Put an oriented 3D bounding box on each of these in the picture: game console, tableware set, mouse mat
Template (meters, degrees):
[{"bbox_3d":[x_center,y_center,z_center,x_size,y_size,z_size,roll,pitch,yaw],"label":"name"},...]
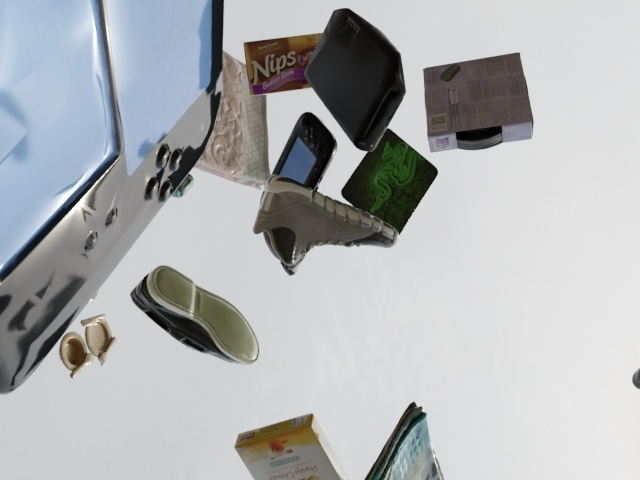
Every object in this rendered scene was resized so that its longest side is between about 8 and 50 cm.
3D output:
[{"bbox_3d":[0.001,-0.155,0.939,0.043,0.362,0.213,8,-145,-33],"label":"game console"},{"bbox_3d":[-0.145,-0.130,0.388,0.060,0.387,0.342,16,-132,4],"label":"game console"},{"bbox_3d":[-0.347,0.110,0.876,0.020,0.141,0.169,-14,-78,14],"label":"tableware set"},{"bbox_3d":[0.144,-0.119,1.249,0.152,0.007,0.190,37,-110,-9],"label":"mouse mat"}]

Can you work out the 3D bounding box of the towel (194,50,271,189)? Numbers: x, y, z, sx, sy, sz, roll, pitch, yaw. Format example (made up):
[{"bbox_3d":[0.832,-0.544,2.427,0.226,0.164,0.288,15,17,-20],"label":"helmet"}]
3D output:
[{"bbox_3d":[-0.239,-0.313,1.481,0.316,0.053,0.332,17,-115,-50],"label":"towel"}]

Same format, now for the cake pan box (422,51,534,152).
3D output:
[{"bbox_3d":[0.382,-0.339,1.507,0.245,0.070,0.267,-8,-127,15],"label":"cake pan box"}]

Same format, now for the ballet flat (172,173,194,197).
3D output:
[{"bbox_3d":[-0.340,-0.134,1.280,0.188,0.070,0.070,20,-119,26],"label":"ballet flat"}]

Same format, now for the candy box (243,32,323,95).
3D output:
[{"bbox_3d":[-0.061,-0.365,1.274,0.186,0.053,0.109,-8,-78,-4],"label":"candy box"}]

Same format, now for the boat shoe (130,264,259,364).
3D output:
[{"bbox_3d":[-0.275,0.184,1.348,0.113,0.340,0.127,-26,-135,26],"label":"boat shoe"}]

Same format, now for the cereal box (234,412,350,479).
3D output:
[{"bbox_3d":[-0.044,0.471,1.241,0.172,0.047,0.240,-21,-70,15],"label":"cereal box"}]

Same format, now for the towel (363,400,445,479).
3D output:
[{"bbox_3d":[0.115,0.484,0.985,0.040,0.272,0.370,-2,-154,36],"label":"towel"}]

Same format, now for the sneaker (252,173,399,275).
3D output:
[{"bbox_3d":[0.000,0.000,0.925,0.228,0.086,0.132,23,-90,-19],"label":"sneaker"}]

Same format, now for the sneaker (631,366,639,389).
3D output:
[{"bbox_3d":[0.778,0.268,1.394,0.106,0.234,0.078,18,-130,-13],"label":"sneaker"}]
